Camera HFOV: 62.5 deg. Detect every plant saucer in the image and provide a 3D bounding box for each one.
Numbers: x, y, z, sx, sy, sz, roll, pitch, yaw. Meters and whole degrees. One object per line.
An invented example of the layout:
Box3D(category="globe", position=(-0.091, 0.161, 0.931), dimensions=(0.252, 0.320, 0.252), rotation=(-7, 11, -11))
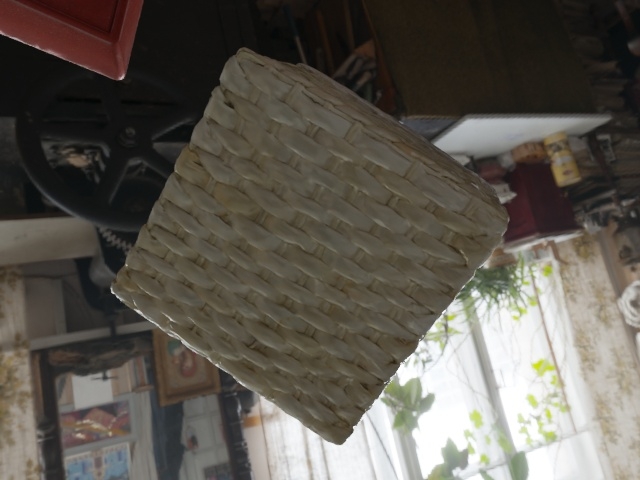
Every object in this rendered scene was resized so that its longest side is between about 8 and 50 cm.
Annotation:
Box3D(category="plant saucer", position=(-0.340, -0.372, 0.658), dimensions=(0.259, 0.259, 0.047), rotation=(16, 167, -35))

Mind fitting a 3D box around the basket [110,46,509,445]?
Box3D(category="basket", position=(0.000, 0.000, 0.634), dimensions=(0.328, 0.331, 0.266), rotation=(-57, 177, 16))
